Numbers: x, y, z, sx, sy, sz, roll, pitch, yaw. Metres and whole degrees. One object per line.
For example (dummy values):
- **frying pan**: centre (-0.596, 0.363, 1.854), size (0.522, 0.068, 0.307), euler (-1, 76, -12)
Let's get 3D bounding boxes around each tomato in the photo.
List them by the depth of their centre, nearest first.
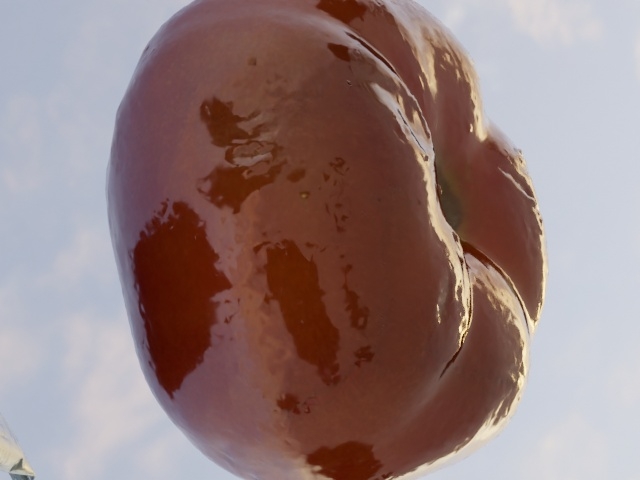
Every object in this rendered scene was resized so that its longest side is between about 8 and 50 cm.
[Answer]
- **tomato**: centre (0.002, 0.000, 0.868), size (0.260, 0.180, 0.260), euler (34, -132, -49)

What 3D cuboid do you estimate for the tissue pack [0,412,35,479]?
- **tissue pack**: centre (-0.187, 0.054, 0.818), size (0.026, 0.122, 0.193), euler (-41, -13, -5)
